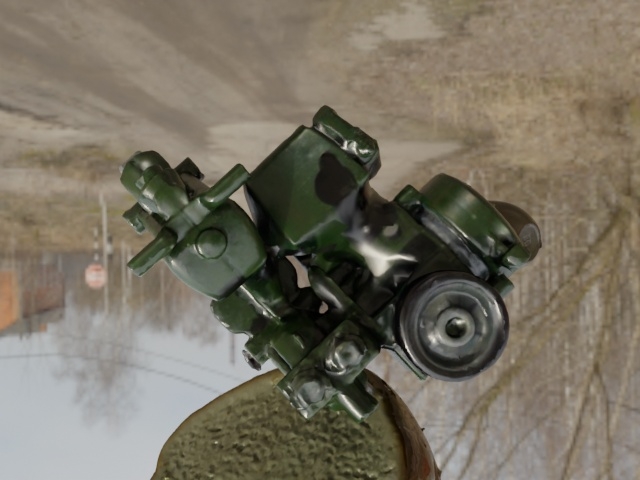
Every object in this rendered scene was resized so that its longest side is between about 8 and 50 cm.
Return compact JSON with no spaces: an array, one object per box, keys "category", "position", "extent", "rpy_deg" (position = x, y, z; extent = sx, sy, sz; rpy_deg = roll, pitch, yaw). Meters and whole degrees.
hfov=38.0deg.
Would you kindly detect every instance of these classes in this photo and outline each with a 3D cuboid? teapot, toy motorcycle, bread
[{"category":"teapot","position":[0.170,0.014,0.874],"extent":[0.085,0.110,0.080],"rpy_deg":[-23,-158,-37]},{"category":"toy motorcycle","position":[0.000,0.000,0.636],"extent":[0.205,0.275,0.127],"rpy_deg":[-44,177,-6]},{"category":"bread","position":[-0.023,0.190,0.672],"extent":[0.236,0.236,0.070],"rpy_deg":[-1,139,37]}]
